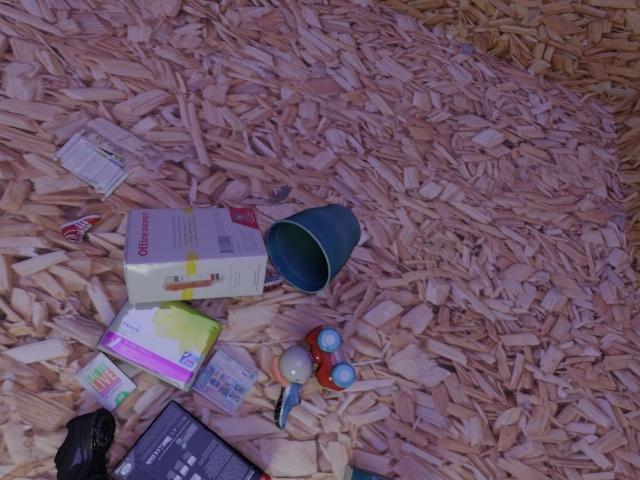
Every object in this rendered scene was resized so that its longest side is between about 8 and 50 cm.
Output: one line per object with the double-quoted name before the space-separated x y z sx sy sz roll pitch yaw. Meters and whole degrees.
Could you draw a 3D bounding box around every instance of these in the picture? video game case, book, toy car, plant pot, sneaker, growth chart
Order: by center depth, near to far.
"sneaker" -0.624 0.592 1.084 0.130 0.109 0.286 -12 53 11
"book" -0.616 0.407 1.207 0.144 0.035 0.096 45 67 -1
"video game case" -0.296 0.440 1.311 0.157 0.019 0.143 37 64 -4
"sneaker" -0.743 -0.035 1.316 0.119 0.042 0.067 -23 75 -17
"toy car" -0.039 0.399 1.320 0.238 0.219 0.210 -21 79 -10
"sneaker" -0.095 0.515 1.329 0.073 0.063 0.162 23 65 -13
"growth chart" -0.757 -0.260 1.406 0.237 0.021 0.172 39 63 -2
"sneaker" -0.228 0.127 1.410 0.225 0.088 0.092 0 70 -19
"plant pot" 0.000 0.000 1.450 0.271 0.272 0.255 51 50 4

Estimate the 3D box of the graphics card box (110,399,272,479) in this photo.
"graphics card box" -0.353 0.653 1.171 0.371 0.094 0.232 39 64 -3

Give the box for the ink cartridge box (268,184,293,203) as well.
"ink cartridge box" -0.146 -0.176 1.534 0.063 0.115 0.029 -22 80 -25

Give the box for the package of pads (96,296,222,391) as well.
"package of pads" -0.471 0.283 1.261 0.297 0.101 0.229 29 65 -8

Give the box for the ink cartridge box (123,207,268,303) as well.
"ink cartridge box" -0.381 0.034 1.288 0.385 0.160 0.279 -1 37 -20

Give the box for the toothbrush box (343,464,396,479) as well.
"toothbrush box" 0.131 0.833 1.205 0.126 0.216 0.295 20 67 -11
